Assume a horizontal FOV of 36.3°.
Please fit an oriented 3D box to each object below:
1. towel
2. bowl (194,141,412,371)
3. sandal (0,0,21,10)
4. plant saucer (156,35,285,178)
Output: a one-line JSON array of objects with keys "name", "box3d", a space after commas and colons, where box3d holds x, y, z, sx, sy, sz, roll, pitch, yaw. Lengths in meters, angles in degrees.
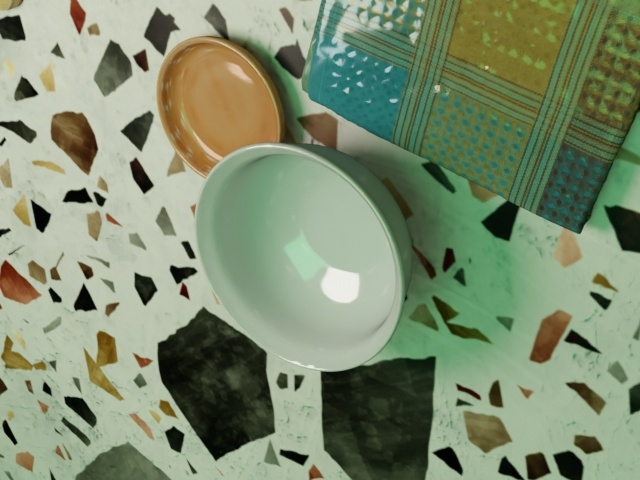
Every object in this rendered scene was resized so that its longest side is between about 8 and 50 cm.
[{"name": "towel", "box3d": [0.159, -0.197, 1.041, 0.370, 0.040, 0.271, 29, 127, 18]}, {"name": "bowl", "box3d": [0.000, 0.000, 1.194, 0.298, 0.134, 0.298, 17, 123, 27]}, {"name": "sandal", "box3d": [-0.470, -0.429, 1.333, 0.088, 0.079, 0.240, 13, 121, 29]}, {"name": "plant saucer", "box3d": [-0.125, -0.167, 1.257, 0.200, 0.037, 0.200, 17, 122, 29]}]
